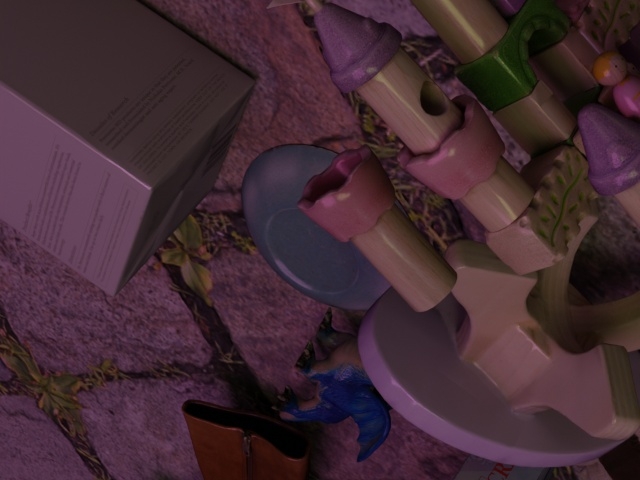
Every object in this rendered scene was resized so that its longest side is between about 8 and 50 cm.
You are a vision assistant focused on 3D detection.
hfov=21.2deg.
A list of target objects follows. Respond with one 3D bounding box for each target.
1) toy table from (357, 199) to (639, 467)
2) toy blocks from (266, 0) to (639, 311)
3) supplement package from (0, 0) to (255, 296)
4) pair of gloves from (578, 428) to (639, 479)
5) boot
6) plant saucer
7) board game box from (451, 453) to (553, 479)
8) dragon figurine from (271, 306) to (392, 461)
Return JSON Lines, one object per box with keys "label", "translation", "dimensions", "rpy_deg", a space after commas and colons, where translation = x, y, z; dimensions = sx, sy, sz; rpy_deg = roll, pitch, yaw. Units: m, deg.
{"label": "toy table", "translation": [0.186, 0.069, 1.388], "dimensions": [0.161, 0.274, 0.252], "rpy_deg": [-49, 50, 48]}
{"label": "toy blocks", "translation": [0.127, -0.156, 1.166], "dimensions": [0.260, 0.288, 0.309], "rpy_deg": [48, 143, -18]}
{"label": "supplement package", "translation": [-0.241, -0.127, 1.559], "dimensions": [0.293, 0.175, 0.177], "rpy_deg": [35, 141, 6]}
{"label": "pair of gloves", "translation": [0.340, 0.254, 1.522], "dimensions": [0.240, 0.042, 0.204], "rpy_deg": [59, 144, 2]}
{"label": "boot", "translation": [-0.126, 0.277, 1.879], "dimensions": [0.264, 0.096, 0.280], "rpy_deg": [18, 143, 22]}
{"label": "plant saucer", "translation": [0.000, 0.000, 1.602], "dimensions": [0.195, 0.037, 0.195], "rpy_deg": [21, 136, 22]}
{"label": "board game box", "translation": [0.123, 0.300, 1.568], "dimensions": [0.066, 0.318, 0.319], "rpy_deg": [29, 138, 13]}
{"label": "dragon figurine", "translation": [0.039, 0.155, 1.671], "dimensions": [0.144, 0.085, 0.289], "rpy_deg": [31, 143, 3]}
